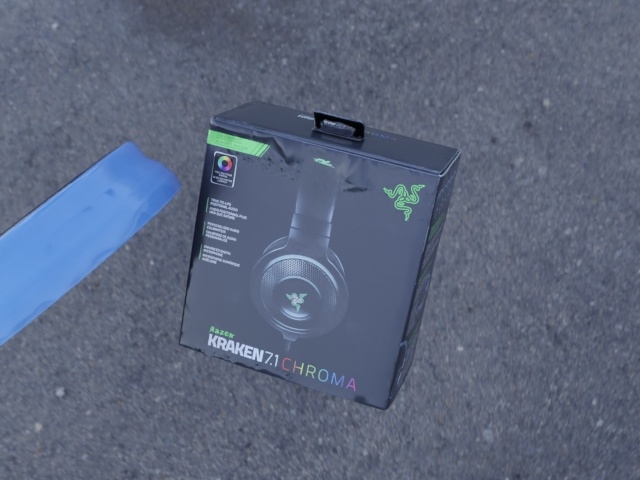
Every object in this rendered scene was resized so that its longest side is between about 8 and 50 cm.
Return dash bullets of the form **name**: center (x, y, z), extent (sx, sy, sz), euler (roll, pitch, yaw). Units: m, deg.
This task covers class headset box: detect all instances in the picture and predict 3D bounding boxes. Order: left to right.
- **headset box**: center (0.000, 0.000, 0.978), extent (0.246, 0.283, 0.131), euler (16, 20, 12)

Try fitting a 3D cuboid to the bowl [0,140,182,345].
- **bowl**: center (-0.319, 0.033, 0.951), extent (0.391, 0.391, 0.077), euler (-41, 102, -14)
